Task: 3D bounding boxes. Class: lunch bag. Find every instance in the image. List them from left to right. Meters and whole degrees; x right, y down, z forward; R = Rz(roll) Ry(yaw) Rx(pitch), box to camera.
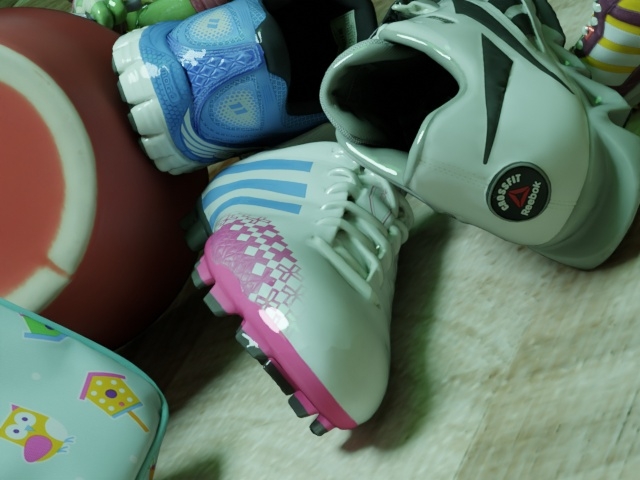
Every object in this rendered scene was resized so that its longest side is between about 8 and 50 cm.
[{"bbox_3d":[-0.219,0.146,0.938,0.279,0.224,0.108,-69,2,-51],"label":"lunch bag"}]

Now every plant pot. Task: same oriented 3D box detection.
[{"bbox_3d":[-0.224,-0.034,1.163,0.275,0.275,0.243,-38,0,4],"label":"plant pot"}]

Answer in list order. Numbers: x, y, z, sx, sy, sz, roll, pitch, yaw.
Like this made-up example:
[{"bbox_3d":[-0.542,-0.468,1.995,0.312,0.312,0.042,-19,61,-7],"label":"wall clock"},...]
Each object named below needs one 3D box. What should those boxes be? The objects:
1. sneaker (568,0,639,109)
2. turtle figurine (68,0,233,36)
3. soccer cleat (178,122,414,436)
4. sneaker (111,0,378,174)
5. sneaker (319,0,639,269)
[{"bbox_3d":[0.178,-0.125,1.028,0.185,0.084,0.069,-28,23,29],"label":"sneaker"},{"bbox_3d":[-0.133,-0.135,1.451,0.266,0.197,0.274,-20,19,9],"label":"turtle figurine"},{"bbox_3d":[0.000,0.000,1.030,0.143,0.116,0.331,-37,21,1],"label":"soccer cleat"},{"bbox_3d":[-0.011,-0.120,1.221,0.147,0.129,0.330,-17,4,22],"label":"sneaker"},{"bbox_3d":[0.065,-0.097,1.010,0.330,0.146,0.122,-123,49,-66],"label":"sneaker"}]
